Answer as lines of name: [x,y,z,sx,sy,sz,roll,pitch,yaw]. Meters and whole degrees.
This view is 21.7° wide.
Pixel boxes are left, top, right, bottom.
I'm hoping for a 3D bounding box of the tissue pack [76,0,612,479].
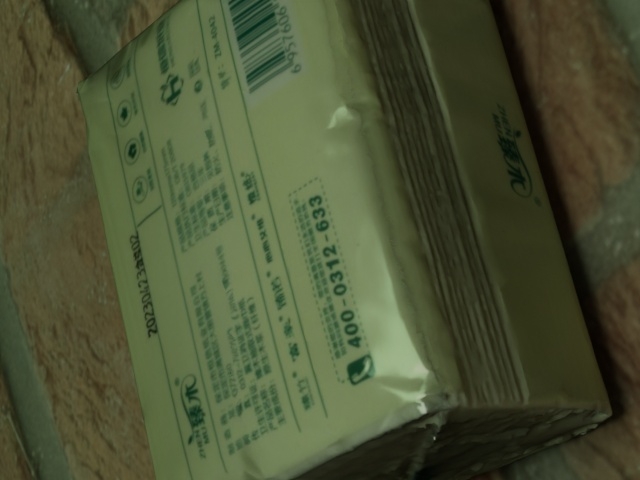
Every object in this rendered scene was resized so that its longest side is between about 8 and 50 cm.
tissue pack: [0.000,0.000,1.161,0.297,0.207,0.380,-31,62,39]
